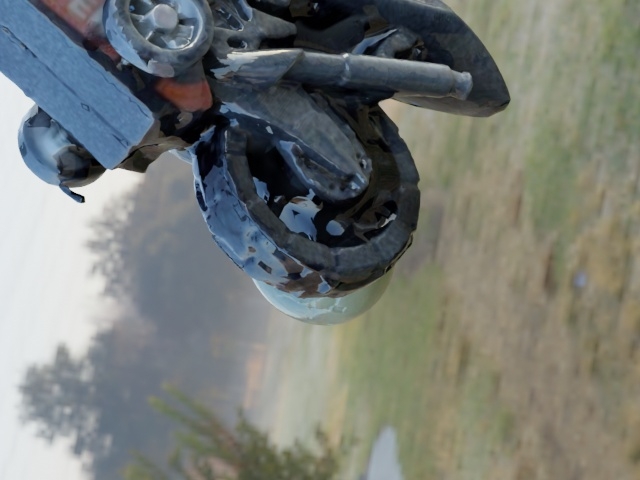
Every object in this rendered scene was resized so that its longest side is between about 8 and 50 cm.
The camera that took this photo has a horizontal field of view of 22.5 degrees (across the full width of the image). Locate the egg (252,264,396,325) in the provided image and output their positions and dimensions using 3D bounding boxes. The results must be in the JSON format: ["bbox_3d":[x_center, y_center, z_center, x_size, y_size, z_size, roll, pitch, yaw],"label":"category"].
[{"bbox_3d":[0.000,0.000,1.165,0.152,0.114,0.114,-99,17,-55],"label":"egg"}]

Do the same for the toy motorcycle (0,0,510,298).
[{"bbox_3d":[-0.064,-0.114,0.628,0.108,0.307,0.173,-38,14,52],"label":"toy motorcycle"}]
